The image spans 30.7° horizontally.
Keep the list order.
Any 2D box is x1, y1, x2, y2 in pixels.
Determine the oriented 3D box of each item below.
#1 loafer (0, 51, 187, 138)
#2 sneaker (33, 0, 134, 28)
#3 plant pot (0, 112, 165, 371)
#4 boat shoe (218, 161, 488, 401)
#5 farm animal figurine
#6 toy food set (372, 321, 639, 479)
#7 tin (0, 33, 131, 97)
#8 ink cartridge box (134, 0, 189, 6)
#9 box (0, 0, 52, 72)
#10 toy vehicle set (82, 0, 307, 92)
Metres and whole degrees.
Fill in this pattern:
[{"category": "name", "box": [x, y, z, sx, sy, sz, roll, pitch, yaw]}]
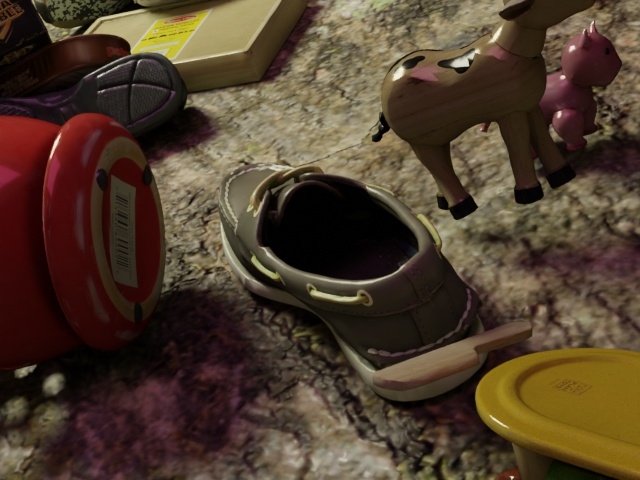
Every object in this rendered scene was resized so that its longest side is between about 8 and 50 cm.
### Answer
[{"category": "loafer", "box": [-0.252, -0.100, 1.130, 0.267, 0.096, 0.084, -19, -10, 3]}, {"category": "sneaker", "box": [-0.157, -0.366, 1.415, 0.410, 0.158, 0.182, -30, 46, -5]}, {"category": "plant pot", "box": [-0.213, 0.001, 0.842, 0.174, 0.191, 0.191, -4, 35, 12]}, {"category": "boat shoe", "box": [0.004, -0.002, 0.793, 0.109, 0.091, 0.305, -31, 32, -14]}, {"category": "farm animal figurine", "box": [0.218, -0.148, 0.738, 0.330, 0.172, 0.327, -28, 16, -19]}, {"category": "toy food set", "box": [0.146, 0.107, 0.575, 0.218, 0.071, 0.128, 13, 22, 41]}, {"category": "tin", "box": [-0.270, -0.152, 1.173, 0.190, 0.040, 0.106, -23, -10, 26]}, {"category": "ink cartridge box", "box": [-0.141, -0.381, 1.326, 0.154, 0.093, 0.212, -1, 78, 4]}, {"category": "box", "box": [-0.418, -0.157, 1.204, 0.293, 0.073, 0.295, -30, 8, -7]}, {"category": "toy vehicle set", "box": [-0.161, -0.210, 1.264, 0.267, 0.035, 0.166, -5, 35, 26]}]
